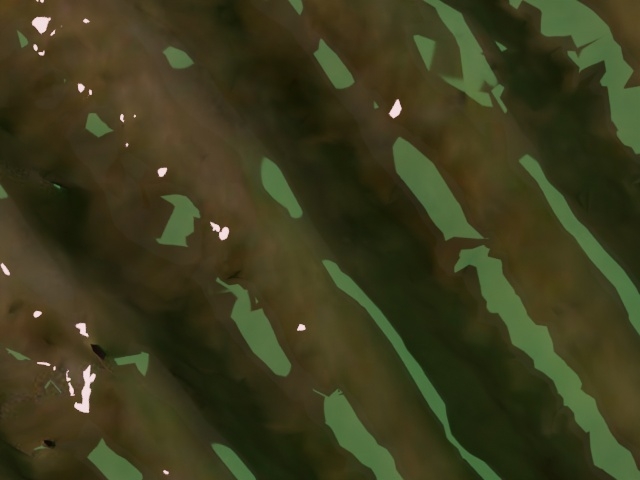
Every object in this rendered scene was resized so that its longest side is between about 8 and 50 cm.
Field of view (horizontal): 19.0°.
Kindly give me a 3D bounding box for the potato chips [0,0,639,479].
[{"bbox_3d":[-0.008,-0.002,0.412,0.389,0.097,0.373,24,105,-20],"label":"potato chips"}]
